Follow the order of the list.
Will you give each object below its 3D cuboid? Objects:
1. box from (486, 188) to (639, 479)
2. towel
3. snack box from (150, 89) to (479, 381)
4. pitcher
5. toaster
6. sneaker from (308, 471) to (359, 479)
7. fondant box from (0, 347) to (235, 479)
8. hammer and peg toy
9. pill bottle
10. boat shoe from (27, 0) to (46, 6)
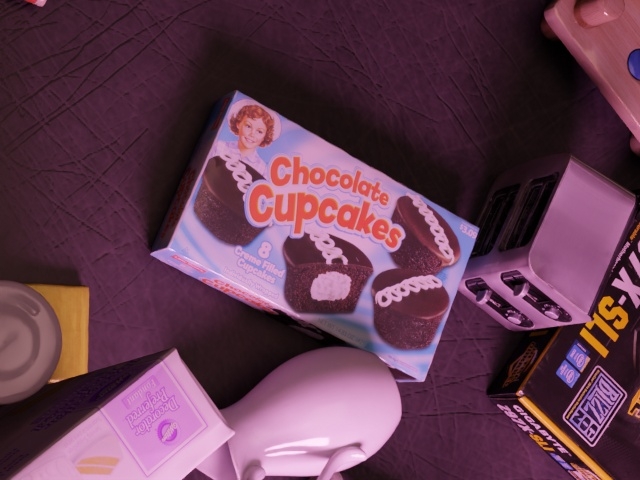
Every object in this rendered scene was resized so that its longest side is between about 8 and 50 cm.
[{"bbox_3d":[0.374,0.137,1.826,0.257,0.079,0.322,43,68,-14],"label":"box"},{"bbox_3d":[-0.337,0.090,1.508,0.237,0.021,0.102,2,88,-27],"label":"towel"},{"bbox_3d":[0.000,0.000,1.663,0.322,0.060,0.187,28,72,-21],"label":"snack box"},{"bbox_3d":[-0.013,0.198,1.575,0.207,0.178,0.125,-18,134,-25],"label":"pitcher"},{"bbox_3d":[0.251,-0.001,1.728,0.110,0.168,0.185,33,71,-19],"label":"toaster"},{"bbox_3d":[0.026,0.356,1.620,0.118,0.083,0.222,23,73,-23],"label":"sneaker"},{"bbox_3d":[-0.255,0.212,1.345,0.238,0.330,0.096,-39,102,-33],"label":"fondant box"},{"bbox_3d":[0.444,-0.205,1.871,0.266,0.127,0.361,-45,104,-24],"label":"hammer and peg toy"},{"bbox_3d":[-0.309,0.088,1.409,0.108,0.180,0.107,1,88,-28],"label":"pill bottle"},{"bbox_3d":[-0.274,-0.301,1.569,0.043,0.049,0.137,23,76,-26],"label":"boat shoe"}]
